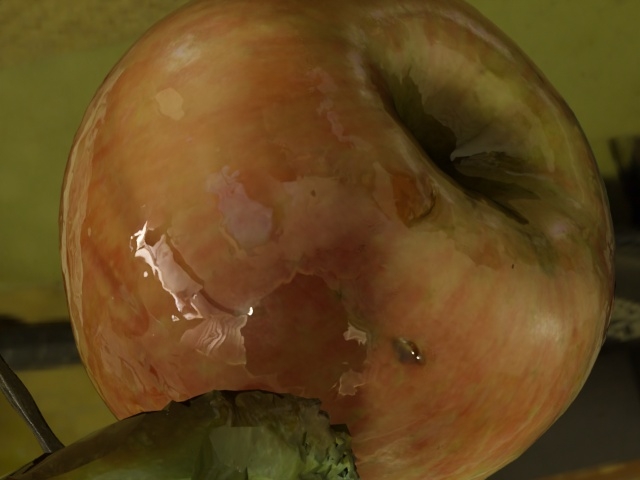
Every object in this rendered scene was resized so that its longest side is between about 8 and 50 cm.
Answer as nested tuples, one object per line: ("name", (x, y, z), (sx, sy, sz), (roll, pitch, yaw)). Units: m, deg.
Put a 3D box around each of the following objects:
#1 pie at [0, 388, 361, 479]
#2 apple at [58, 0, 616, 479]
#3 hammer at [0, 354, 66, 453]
("pie", (-0.122, 0.199, 0.623), (0.354, 0.103, 0.288), (-31, 143, -14))
("apple", (0.000, 0.000, 0.998), (0.391, 0.391, 0.346), (20, 140, -34))
("hammer", (-0.175, 0.062, 0.756), (0.029, 0.292, 0.058), (-19, 148, -37))
